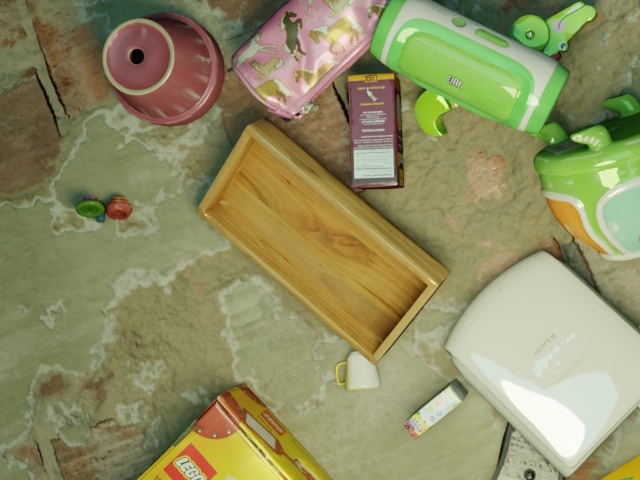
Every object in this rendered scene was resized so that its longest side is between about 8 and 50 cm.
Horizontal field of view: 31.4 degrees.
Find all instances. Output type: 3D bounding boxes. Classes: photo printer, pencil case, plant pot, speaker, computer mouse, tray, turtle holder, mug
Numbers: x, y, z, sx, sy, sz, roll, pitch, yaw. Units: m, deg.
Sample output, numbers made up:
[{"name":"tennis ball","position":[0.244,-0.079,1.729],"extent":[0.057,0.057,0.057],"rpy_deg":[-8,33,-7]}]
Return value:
[{"name":"photo printer","position":[0.375,0.186,1.845],"extent":[0.256,0.107,0.307],"rpy_deg":[-44,73,-3]},{"name":"pencil case","position":[0.032,-0.373,1.918],"extent":[0.386,0.160,0.167],"rpy_deg":[-43,106,7]},{"name":"plant pot","position":[-0.284,-0.303,1.968],"extent":[0.201,0.180,0.201],"rpy_deg":[0,91,11]},{"name":"speaker","position":[0.231,-0.278,1.779],"extent":[0.296,0.131,0.131],"rpy_deg":[27,95,8]},{"name":"computer mouse","position":[0.364,0.369,1.898],"extent":[0.188,0.072,0.272],"rpy_deg":[20,81,13]},{"name":"tray","position":[0.000,0.000,1.930],"extent":[0.411,0.076,0.203],"rpy_deg":[40,122,8]},{"name":"turtle holder","position":[0.504,-0.109,1.809],"extent":[0.320,0.243,0.227],"rpy_deg":[-25,102,-29]},{"name":"mug","position":[0.063,0.224,1.959],"extent":[0.078,0.062,0.064],"rpy_deg":[-7,80,5]}]

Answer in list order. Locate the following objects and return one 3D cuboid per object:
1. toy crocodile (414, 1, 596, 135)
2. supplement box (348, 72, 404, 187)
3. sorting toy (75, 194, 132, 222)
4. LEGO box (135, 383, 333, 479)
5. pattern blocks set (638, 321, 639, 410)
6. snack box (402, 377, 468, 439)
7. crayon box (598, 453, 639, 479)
[{"name":"toy crocodile","position":[0.305,-0.290,1.887],"extent":[0.340,0.115,0.105],"rpy_deg":[-28,89,12]},{"name":"supplement box","position":[0.095,-0.182,1.931],"extent":[0.080,0.104,0.188],"rpy_deg":[-2,90,10]},{"name":"sorting toy","position":[-0.390,-0.064,2.050],"extent":[0.102,0.061,0.042],"rpy_deg":[9,58,-22]},{"name":"LEGO box","position":[-0.112,0.556,1.921],"extent":[0.372,0.193,0.500],"rpy_deg":[-44,82,8]},{"name":"pattern blocks set","position":[0.630,0.161,1.863],"extent":[0.325,0.026,0.285],"rpy_deg":[-43,82,8]},{"name":"snack box","position":[0.193,0.278,1.890],"extent":[0.100,0.141,0.037],"rpy_deg":[-42,81,8]},{"name":"crayon box","position":[0.500,0.465,1.812],"extent":[0.323,0.083,0.203],"rpy_deg":[-36,116,8]}]
